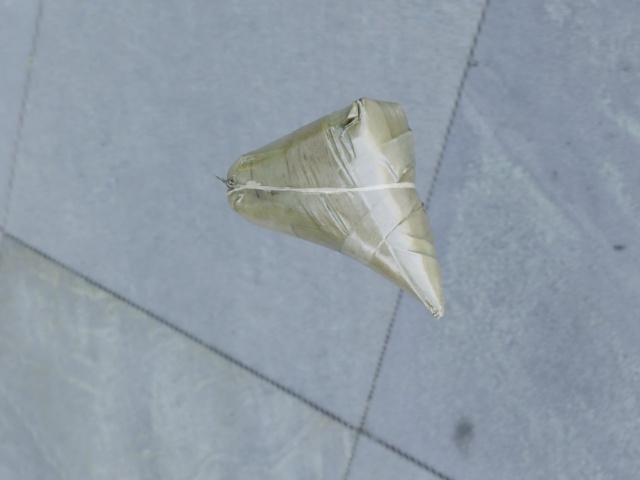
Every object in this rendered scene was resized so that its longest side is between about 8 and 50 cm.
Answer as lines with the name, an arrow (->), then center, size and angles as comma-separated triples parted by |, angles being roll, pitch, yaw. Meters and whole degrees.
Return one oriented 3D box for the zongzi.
zongzi -> 0.000, 0.000, 0.949 | 0.189, 0.081, 0.178 | -22, 76, 32
